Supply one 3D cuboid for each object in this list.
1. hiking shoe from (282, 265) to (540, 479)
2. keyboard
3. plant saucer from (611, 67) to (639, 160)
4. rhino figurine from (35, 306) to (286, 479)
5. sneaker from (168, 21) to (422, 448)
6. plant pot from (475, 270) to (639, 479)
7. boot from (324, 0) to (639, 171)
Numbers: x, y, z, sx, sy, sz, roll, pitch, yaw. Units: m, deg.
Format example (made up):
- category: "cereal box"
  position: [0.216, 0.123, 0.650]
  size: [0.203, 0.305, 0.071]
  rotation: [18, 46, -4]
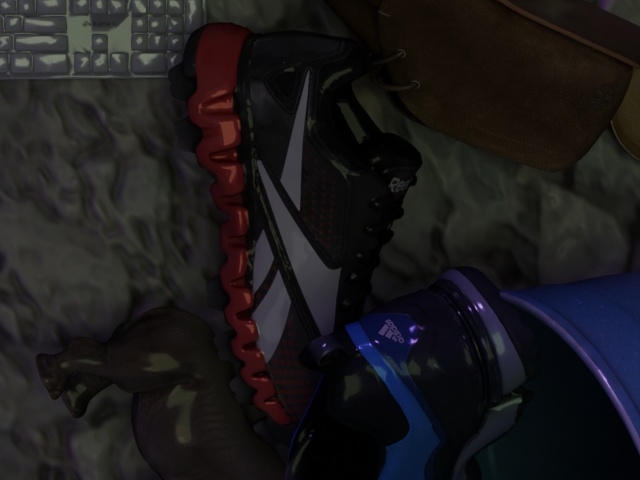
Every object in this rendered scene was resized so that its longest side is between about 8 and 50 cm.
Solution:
- category: "hiking shoe"
  position: [0.032, 0.145, 0.879]
  size: [0.132, 0.113, 0.304]
  rotation: [-13, 131, -23]
- category: "keyboard"
  position: [-0.196, -0.133, 0.892]
  size: [0.256, 0.014, 0.072]
  rotation: [-2, 98, -10]
- category: "plant saucer"
  position: [0.228, -0.090, 0.978]
  size: [0.083, 0.015, 0.083]
  rotation: [-2, 98, -11]
- category: "rhino figurine"
  position: [-0.077, 0.151, 0.926]
  size: [0.106, 0.073, 0.243]
  rotation: [-27, 103, -3]
- category: "sneaker"
  position: [0.000, 0.000, 0.889]
  size: [0.135, 0.097, 0.276]
  rotation: [-6, 102, 15]
- category: "plant pot"
  position: [0.236, 0.133, 0.899]
  size: [0.255, 0.271, 0.271]
  rotation: [-14, 101, -23]
- category: "boot"
  position: [0.052, -0.132, 0.899]
  size: [0.305, 0.112, 0.115]
  rotation: [21, 104, -15]
